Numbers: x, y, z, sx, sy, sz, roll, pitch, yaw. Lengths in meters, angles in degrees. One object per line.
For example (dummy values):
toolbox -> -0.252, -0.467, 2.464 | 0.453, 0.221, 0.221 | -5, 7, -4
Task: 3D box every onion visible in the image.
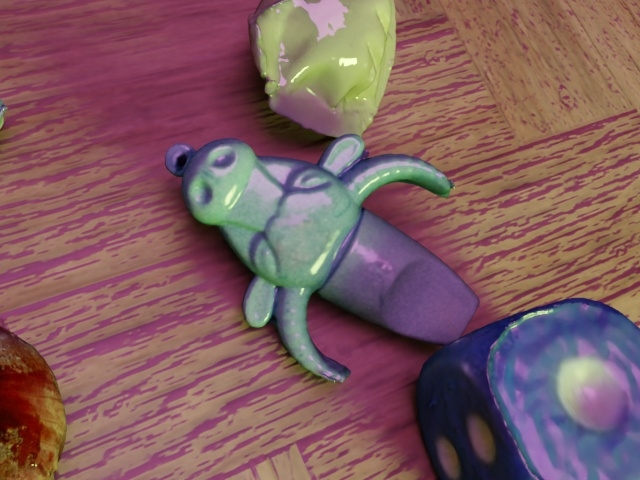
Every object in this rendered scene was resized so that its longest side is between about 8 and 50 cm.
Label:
onion -> -0.217, 0.107, 0.413 | 0.159, 0.195, 0.160 | 12, 58, -21

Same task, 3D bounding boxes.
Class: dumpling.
dumpling -> 0.014, -0.166, 0.665 | 0.181, 0.111, 0.155 | -23, 107, -18

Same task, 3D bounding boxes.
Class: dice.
dice -> 0.162, 0.132, 0.552 | 0.146, 0.146, 0.143 | -13, 70, -22

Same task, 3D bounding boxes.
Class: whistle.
whistle -> 0.000, 0.000, 0.591 | 0.273, 0.093, 0.186 | 29, 88, -7

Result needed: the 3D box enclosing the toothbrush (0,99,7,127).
toothbrush -> -0.314, 0.059, 0.497 | 0.040, 0.040, 0.386 | 25, 66, -6
